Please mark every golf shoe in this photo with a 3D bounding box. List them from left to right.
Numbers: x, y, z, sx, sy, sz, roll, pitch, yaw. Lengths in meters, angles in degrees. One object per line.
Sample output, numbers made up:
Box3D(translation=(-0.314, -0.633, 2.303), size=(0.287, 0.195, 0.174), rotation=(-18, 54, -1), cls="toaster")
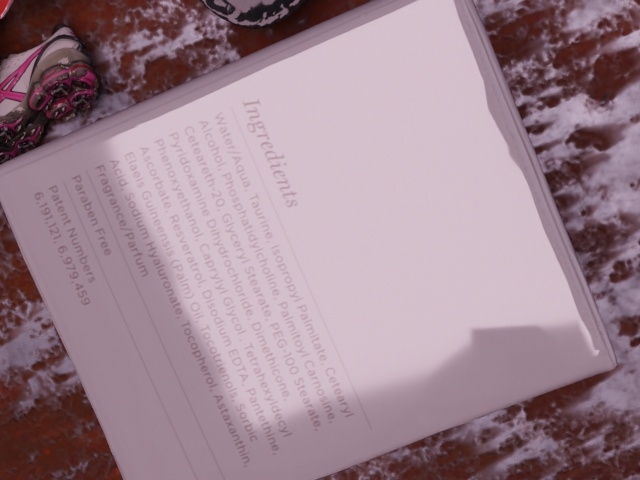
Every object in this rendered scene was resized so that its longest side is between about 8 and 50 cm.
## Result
Box3D(translation=(-0.297, -0.135, 1.324), size=(0.186, 0.067, 0.086), rotation=(-32, 59, 16), cls="golf shoe")

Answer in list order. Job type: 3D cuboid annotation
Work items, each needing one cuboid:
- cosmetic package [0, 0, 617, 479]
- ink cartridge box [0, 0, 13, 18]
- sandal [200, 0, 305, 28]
Box3D(translation=(0.000, 0.000, 1.169), size=(0.394, 0.329, 0.327), rotation=(-22, 94, 9), cls="cosmetic package")
Box3D(translation=(-0.337, -0.380, 1.222), size=(0.296, 0.066, 0.261), rotation=(30, 85, 17), cls="ink cartridge box")
Box3D(translation=(0.045, -0.371, 1.175), size=(0.167, 0.107, 0.445), rotation=(36, 99, -4), cls="sandal")
